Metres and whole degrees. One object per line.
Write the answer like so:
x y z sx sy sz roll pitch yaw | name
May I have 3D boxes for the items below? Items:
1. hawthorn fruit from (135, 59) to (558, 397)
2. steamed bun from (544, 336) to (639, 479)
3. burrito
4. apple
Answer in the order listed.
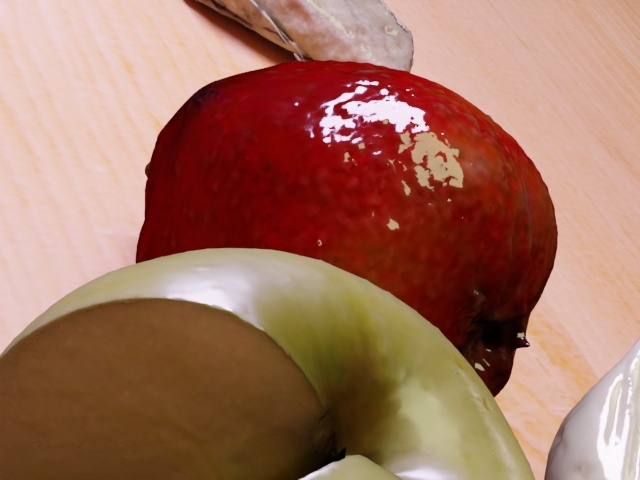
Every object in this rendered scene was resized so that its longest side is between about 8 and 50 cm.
0.000 0.000 0.934 0.307 0.265 0.265 29 19 38 | hawthorn fruit
0.316 0.231 0.916 0.352 0.247 0.339 -7 50 -2 | steamed bun
-0.047 -0.259 1.418 0.348 0.107 0.175 36 15 -3 | burrito
-0.040 0.152 0.640 0.292 0.254 0.292 27 32 -19 | apple
